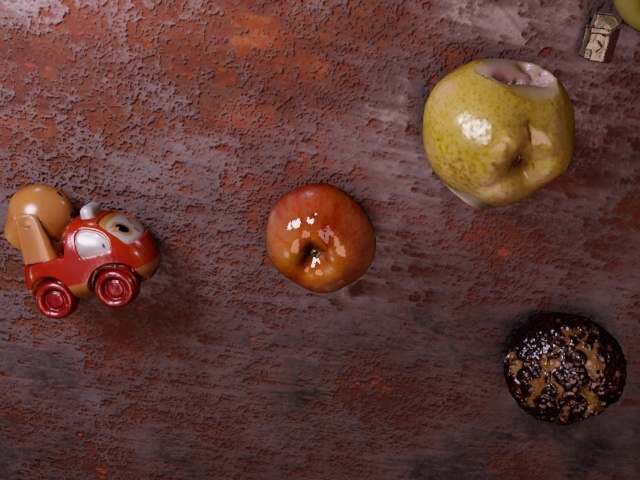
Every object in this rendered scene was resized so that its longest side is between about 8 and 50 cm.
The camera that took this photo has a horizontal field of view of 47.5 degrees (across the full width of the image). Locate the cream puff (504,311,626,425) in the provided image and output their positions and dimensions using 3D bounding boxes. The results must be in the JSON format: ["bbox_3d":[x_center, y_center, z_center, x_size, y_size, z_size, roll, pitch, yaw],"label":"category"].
[{"bbox_3d":[0.493,0.266,1.463,0.238,0.165,0.239,0,117,1],"label":"cream puff"}]

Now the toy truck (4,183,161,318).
[{"bbox_3d":[-0.440,0.002,1.342,0.264,0.189,0.239,-11,105,5],"label":"toy truck"}]

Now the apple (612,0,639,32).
[{"bbox_3d":[0.573,-0.430,1.095,0.262,0.262,0.263,0,114,0],"label":"apple"}]

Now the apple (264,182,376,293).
[{"bbox_3d":[0.000,0.000,1.346,0.209,0.164,0.210,1,115,3],"label":"apple"}]

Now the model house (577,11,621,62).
[{"bbox_3d":[0.486,-0.349,1.247,0.058,0.057,0.083,10,112,1],"label":"model house"}]

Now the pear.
[{"bbox_3d":[0.298,-0.181,1.219,0.271,0.271,0.271,0,114,0],"label":"pear"}]
